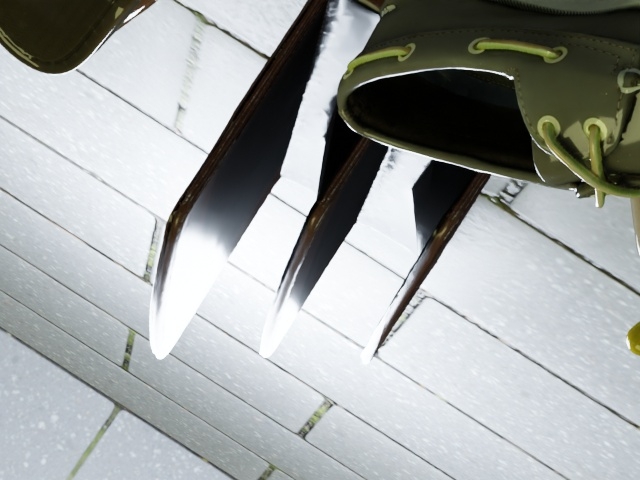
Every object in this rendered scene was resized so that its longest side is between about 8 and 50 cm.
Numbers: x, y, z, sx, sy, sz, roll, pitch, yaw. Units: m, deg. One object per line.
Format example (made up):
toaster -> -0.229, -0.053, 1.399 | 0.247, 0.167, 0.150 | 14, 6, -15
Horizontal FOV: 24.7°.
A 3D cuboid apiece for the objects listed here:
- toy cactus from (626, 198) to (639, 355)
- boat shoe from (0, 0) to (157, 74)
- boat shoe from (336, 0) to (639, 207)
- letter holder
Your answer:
toy cactus -> 0.235, 0.034, 0.870 | 0.219, 0.112, 0.180 | -67, -42, -77
boat shoe -> -0.081, -0.207, 0.810 | 0.307, 0.104, 0.111 | -25, 112, 42
boat shoe -> 0.127, -0.062, 0.686 | 0.305, 0.091, 0.109 | 22, 159, 48
letter holder -> 0.000, 0.000, 0.984 | 0.152, 0.214, 0.302 | 32, 159, 4
